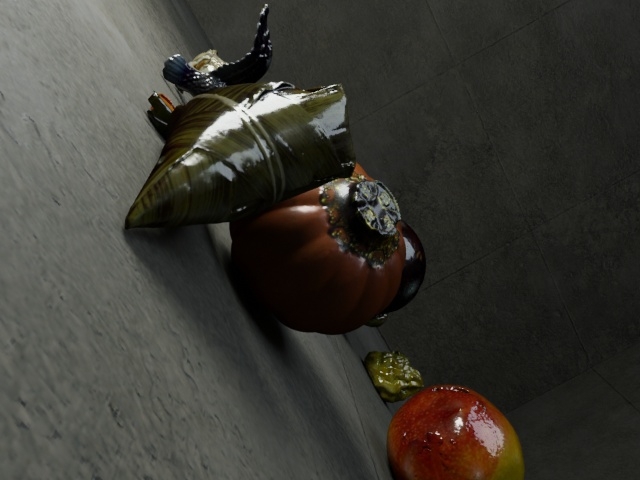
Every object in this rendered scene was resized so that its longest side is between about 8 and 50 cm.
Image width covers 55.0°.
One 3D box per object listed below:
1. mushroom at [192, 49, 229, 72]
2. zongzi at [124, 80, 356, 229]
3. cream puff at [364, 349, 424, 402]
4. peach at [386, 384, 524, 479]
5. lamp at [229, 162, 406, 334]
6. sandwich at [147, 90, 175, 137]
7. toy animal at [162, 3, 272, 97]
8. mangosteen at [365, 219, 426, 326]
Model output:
[{"bbox_3d":[-0.141,-0.232,1.331,0.177,0.126,0.397,49,-6,46],"label":"mushroom"},{"bbox_3d":[-0.129,-0.074,0.565,0.248,0.241,0.111,9,-63,45],"label":"zongzi"},{"bbox_3d":[0.185,0.335,1.546,0.146,0.116,0.146,63,5,-9],"label":"cream puff"},{"bbox_3d":[0.215,0.350,0.996,0.231,0.231,0.231,60,3,-5],"label":"peach"},{"bbox_3d":[0.000,0.000,0.717,0.223,0.196,0.223,24,52,-34],"label":"lamp"},{"bbox_3d":[-0.179,-0.142,0.734,0.069,0.026,0.101,56,1,-12],"label":"sandwich"},{"bbox_3d":[-0.153,-0.247,1.002,0.160,0.272,0.197,25,6,5],"label":"toy animal"},{"bbox_3d":[0.111,0.067,1.476,0.288,0.288,0.288,60,3,-5],"label":"mangosteen"}]
